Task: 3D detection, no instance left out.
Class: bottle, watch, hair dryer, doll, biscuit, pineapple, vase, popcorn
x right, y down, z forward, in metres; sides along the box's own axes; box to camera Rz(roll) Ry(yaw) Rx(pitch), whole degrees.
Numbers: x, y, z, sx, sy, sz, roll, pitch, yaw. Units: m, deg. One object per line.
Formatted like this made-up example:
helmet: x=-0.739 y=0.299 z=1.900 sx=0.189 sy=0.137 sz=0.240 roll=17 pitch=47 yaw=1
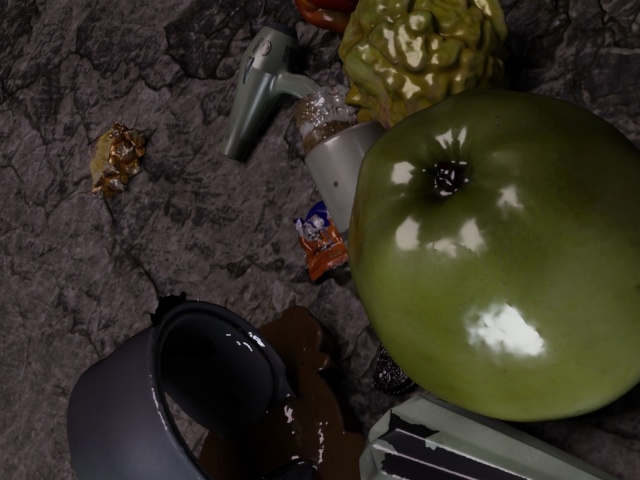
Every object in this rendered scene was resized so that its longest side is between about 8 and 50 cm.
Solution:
bottle: x=0.075 y=-0.025 z=1.424 sx=0.110 sy=0.110 sz=0.233 roll=-28 pitch=85 yaw=30
watch: x=-0.138 y=0.217 z=1.381 sx=0.314 sy=0.327 sz=0.335 roll=-33 pitch=49 yaw=26
hair dryer: x=-0.068 y=-0.195 z=1.744 sx=0.219 sy=0.088 sz=0.225 roll=-51 pitch=58 yaw=19
doll: x=0.034 y=-0.116 z=1.563 sx=0.115 sy=0.105 sz=0.221 roll=113 pitch=144 yaw=-46
biscuit: x=0.096 y=0.147 z=1.420 sx=0.089 sy=0.027 sz=0.087 roll=-47 pitch=45 yaw=14
pineapple: x=-0.365 y=-0.140 z=1.977 sx=0.116 sy=0.069 sz=0.137 roll=25 pitch=88 yaw=46
vase: x=0.210 y=0.267 z=1.164 sx=0.360 sy=0.165 sz=0.165 roll=10 pitch=75 yaw=42
popcorn: x=0.137 y=-0.229 z=1.462 sx=0.212 sy=0.259 sz=0.259 roll=-29 pitch=44 yaw=-8

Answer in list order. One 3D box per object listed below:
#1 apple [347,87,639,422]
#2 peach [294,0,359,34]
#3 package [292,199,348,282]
apple: x=0.201 y=0.017 z=1.182 sx=0.357 sy=0.357 sz=0.357 roll=-21 pitch=55 yaw=34
peach: x=0.060 y=-0.411 z=1.632 sx=0.243 sy=0.199 sz=0.243 roll=-40 pitch=33 yaw=32
package: x=0.001 y=0.000 z=1.587 sx=0.077 sy=0.033 sz=0.110 roll=-26 pitch=63 yaw=2
